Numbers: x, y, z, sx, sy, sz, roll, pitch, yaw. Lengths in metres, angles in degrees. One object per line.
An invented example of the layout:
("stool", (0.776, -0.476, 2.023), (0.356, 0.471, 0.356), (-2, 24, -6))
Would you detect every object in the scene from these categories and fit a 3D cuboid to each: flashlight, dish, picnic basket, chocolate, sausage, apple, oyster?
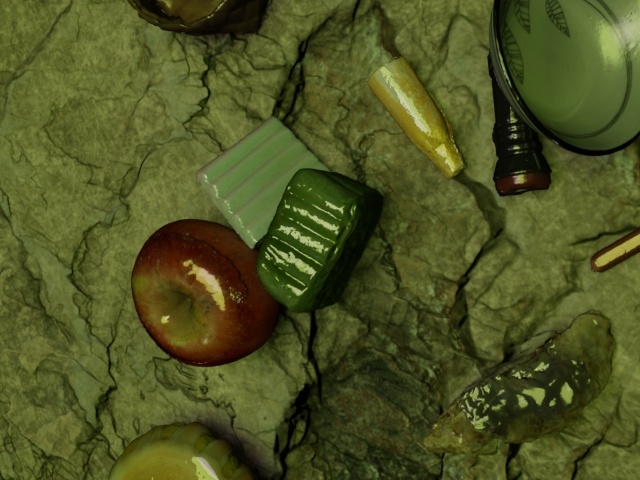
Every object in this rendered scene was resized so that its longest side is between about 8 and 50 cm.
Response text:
("flashlight", (0.305, -0.189, 1.079), (0.092, 0.093, 0.232), (-9, 84, 20))
("dish", (0.353, -0.270, 1.008), (0.316, 0.106, 0.317), (3, 83, -22))
("picnic basket", (-0.234, -0.528, 1.146), (0.292, 0.337, 0.337), (17, 96, 19))
("chocolate", (0.166, -0.198, 1.136), (0.085, 0.085, 0.219), (-34, 83, 17))
("sausage", (0.478, 0.005, 1.044), (0.147, 0.030, 0.035), (-31, 78, 17))
("apple", (-0.198, 0.091, 1.203), (0.271, 0.206, 0.252), (13, 107, 22))
("oyster", (0.312, 0.243, 1.064), (0.341, 0.110, 0.166), (-22, 89, 6))

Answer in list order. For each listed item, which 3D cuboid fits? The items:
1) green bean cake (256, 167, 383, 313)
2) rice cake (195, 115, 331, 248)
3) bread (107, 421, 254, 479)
("green bean cake", (0.000, 0.000, 1.101), (0.124, 0.248, 0.222), (29, 99, 16))
("rice cake", (-0.099, -0.109, 1.192), (0.198, 0.037, 0.189), (-35, 74, -21))
("bread", (-0.225, 0.491, 1.237), (0.332, 0.160, 0.333), (1, 93, 19))
